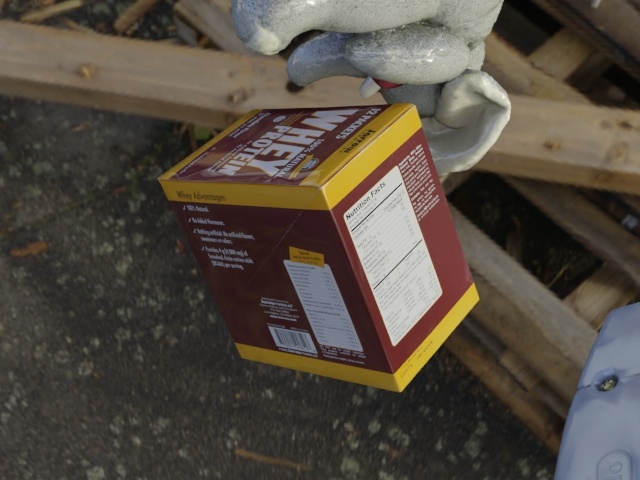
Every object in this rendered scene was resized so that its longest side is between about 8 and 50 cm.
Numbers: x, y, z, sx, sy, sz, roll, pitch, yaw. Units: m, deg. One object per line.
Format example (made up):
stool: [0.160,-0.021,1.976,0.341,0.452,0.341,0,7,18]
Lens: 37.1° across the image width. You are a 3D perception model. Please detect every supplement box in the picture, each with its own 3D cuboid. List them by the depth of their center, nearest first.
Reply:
supplement box: [0.000,0.000,0.814,0.191,0.194,0.129,5,37,42]

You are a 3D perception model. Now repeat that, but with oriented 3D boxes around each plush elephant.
plush elephant: [0.072,-0.212,0.894,0.330,0.255,0.272,1,59,-10]

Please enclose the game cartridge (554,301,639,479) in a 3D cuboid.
game cartridge: [0.199,0.121,0.411,0.198,0.062,0.297,-25,25,31]
